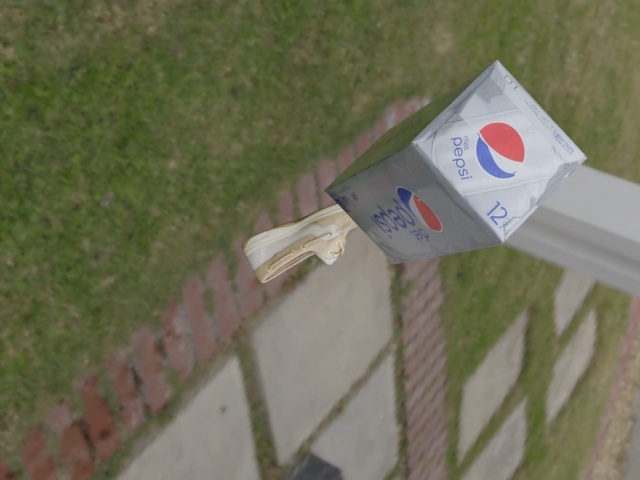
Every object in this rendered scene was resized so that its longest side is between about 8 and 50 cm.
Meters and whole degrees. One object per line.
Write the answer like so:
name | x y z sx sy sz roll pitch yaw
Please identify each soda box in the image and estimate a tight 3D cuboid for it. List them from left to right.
soda box | 0.094 -0.050 0.905 0.091 0.098 0.286 -44 -175 -11

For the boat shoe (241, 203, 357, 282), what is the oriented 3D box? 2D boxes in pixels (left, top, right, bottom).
boat shoe | 0.000 0.000 1.259 0.063 0.170 0.059 17 53 -76
